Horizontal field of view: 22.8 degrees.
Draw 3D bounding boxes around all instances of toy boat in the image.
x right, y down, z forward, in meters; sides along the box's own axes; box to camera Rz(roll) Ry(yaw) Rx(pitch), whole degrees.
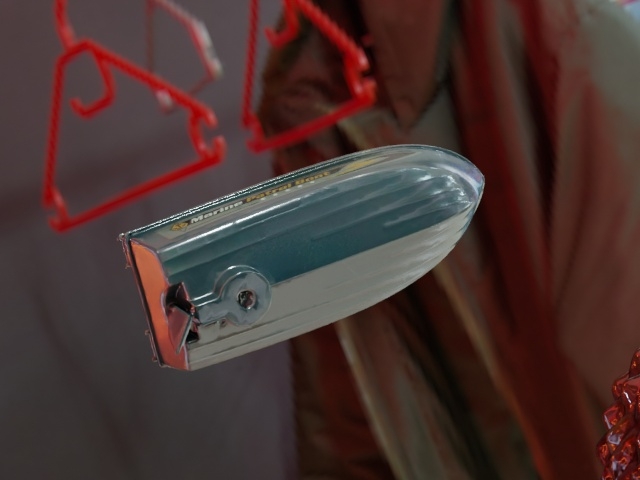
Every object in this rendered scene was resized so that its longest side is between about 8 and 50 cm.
[{"bbox_3d":[-0.003,0.000,1.201,0.296,0.114,0.122,-21,21,-22],"label":"toy boat"}]

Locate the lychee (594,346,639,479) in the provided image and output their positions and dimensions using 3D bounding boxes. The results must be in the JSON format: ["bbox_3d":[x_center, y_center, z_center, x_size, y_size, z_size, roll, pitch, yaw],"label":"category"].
[{"bbox_3d":[0.219,0.126,0.610,0.300,0.264,0.264,-30,2,6],"label":"lychee"}]
